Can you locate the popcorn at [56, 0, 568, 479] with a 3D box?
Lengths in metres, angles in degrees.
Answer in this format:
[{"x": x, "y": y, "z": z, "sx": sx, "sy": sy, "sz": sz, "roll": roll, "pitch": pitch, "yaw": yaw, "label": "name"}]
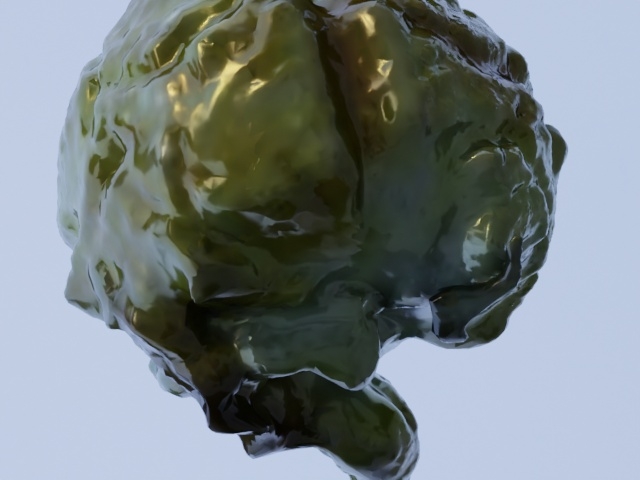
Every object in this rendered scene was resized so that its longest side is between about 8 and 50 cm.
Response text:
[{"x": 0.000, "y": 0.000, "z": 0.508, "sx": 0.198, "sy": 0.198, "sz": 0.212, "roll": -3, "pitch": -76, "yaw": -31, "label": "popcorn"}]
